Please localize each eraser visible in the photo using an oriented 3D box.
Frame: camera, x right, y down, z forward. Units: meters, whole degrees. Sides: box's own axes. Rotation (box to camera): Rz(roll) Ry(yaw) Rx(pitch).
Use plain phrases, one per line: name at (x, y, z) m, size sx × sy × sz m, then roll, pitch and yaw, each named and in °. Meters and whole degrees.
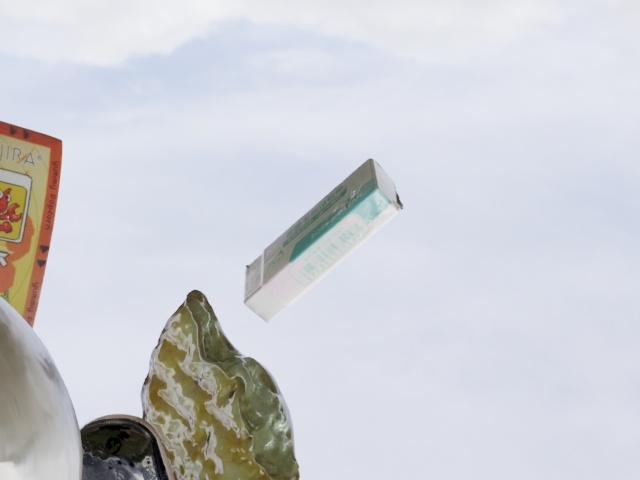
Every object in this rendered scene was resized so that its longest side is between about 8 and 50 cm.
eraser at (0.000, 0.000, 1.174) m, size 0.225 × 0.052 × 0.095 m, roll -41°, pitch -158°, yaw 18°

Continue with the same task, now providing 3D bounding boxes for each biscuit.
biscuit at (-0.150, 0.234, 1.338) m, size 0.329 × 0.335 × 0.078 m, roll -10°, pitch 170°, yaw 43°

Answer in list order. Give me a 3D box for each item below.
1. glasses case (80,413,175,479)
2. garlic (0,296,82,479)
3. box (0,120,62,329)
glasses case at (-0.251, 0.375, 1.299) m, size 0.122 × 0.314 × 0.075 m, roll -9°, pitch -159°, yaw 10°
garlic at (-0.257, 0.138, 0.511) m, size 0.132 × 0.325 × 0.279 m, roll 29°, pitch -163°, yaw 38°
box at (-0.436, -0.010, 0.920) m, size 0.214 × 0.259 × 0.283 m, roll -1°, pitch 169°, yaw 45°
